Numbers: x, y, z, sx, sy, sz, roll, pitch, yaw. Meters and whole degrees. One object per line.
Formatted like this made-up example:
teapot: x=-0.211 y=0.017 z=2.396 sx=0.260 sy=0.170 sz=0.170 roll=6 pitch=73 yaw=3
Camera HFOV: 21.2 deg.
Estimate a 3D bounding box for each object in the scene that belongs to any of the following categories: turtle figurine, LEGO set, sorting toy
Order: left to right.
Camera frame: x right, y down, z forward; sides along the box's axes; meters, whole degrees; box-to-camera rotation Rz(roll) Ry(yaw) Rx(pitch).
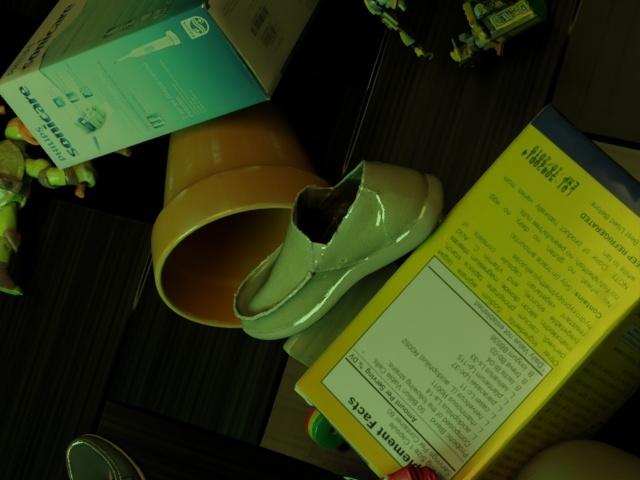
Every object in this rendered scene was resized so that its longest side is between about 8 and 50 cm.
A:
turtle figurine: x=-0.352 y=-0.052 z=1.948 sx=0.269 sy=0.087 sz=0.217 roll=10 pitch=82 yaw=27
sorting toy: x=0.043 y=0.070 z=1.714 sx=0.274 sy=0.132 sz=0.046 roll=-54 pitch=39 yaw=2
LEGO set: x=0.061 y=-0.286 z=1.694 sx=0.192 sy=0.331 sz=0.255 roll=-27 pitch=80 yaw=25

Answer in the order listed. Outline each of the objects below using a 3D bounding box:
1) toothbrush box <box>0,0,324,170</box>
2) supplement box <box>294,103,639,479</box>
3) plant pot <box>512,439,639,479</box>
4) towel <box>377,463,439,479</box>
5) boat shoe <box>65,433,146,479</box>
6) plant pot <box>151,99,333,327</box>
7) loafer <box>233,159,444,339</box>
toothbrush box: x=-0.163 y=-0.216 z=1.792 sx=0.295 sy=0.126 sz=0.216 roll=-15 pitch=33 yaw=33
supplement box: x=0.186 y=0.086 z=1.600 sx=0.356 sy=0.195 sz=0.194 roll=-48 pitch=62 yaw=7
plant pot: x=0.256 y=0.294 z=1.449 sx=0.256 sy=0.256 sz=0.274 roll=-45 pitch=27 yaw=9
towel: x=0.031 y=0.337 z=1.519 sx=0.275 sy=0.031 sz=0.199 roll=-34 pitch=70 yaw=33
boat shoe: x=-0.219 y=0.287 z=1.812 sx=0.075 sy=0.065 sz=0.206 roll=-40 pitch=64 yaw=12
plant pot: x=-0.080 y=-0.044 z=1.771 sx=0.205 sy=0.205 sz=0.188 roll=-26 pitch=51 yaw=17
loafer: x=0.000 y=0.000 z=1.616 sx=0.268 sy=0.092 sz=0.102 roll=-37 pitch=29 yaw=34
